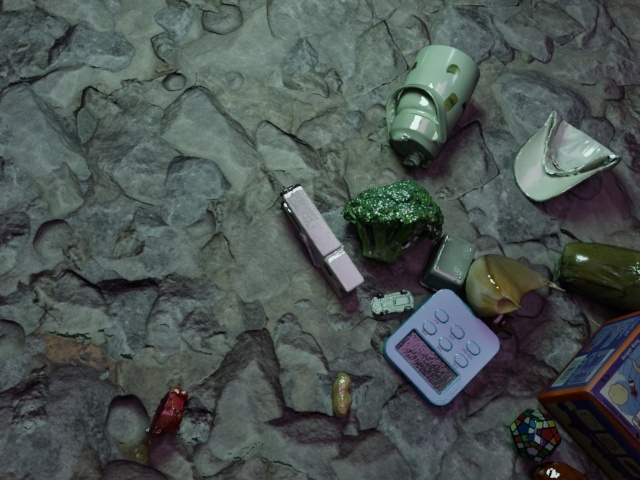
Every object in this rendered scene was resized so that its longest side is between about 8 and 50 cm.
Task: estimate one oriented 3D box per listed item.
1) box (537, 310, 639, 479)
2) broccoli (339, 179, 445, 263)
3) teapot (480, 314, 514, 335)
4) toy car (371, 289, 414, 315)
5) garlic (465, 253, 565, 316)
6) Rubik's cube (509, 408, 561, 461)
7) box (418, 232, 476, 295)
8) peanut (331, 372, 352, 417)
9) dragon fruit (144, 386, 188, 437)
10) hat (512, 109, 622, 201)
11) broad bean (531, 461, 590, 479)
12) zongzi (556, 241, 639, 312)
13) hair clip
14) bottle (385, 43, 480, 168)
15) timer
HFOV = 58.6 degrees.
[{"bbox_3d":[0.839,0.409,1.495,0.348,0.257,0.319,-37,80,-20],"label":"box"},{"bbox_3d":[0.203,-0.054,1.574,0.269,0.261,0.242,19,91,-44],"label":"broccoli"},{"bbox_3d":[0.502,0.239,1.591,0.080,0.085,0.110,-46,109,-4],"label":"teapot"},{"bbox_3d":[0.199,0.174,1.576,0.121,0.035,0.059,-10,73,-5],"label":"toy car"},{"bbox_3d":[0.520,0.132,1.578,0.196,0.151,0.338,33,24,35],"label":"garlic"},{"bbox_3d":[0.558,0.505,1.484,0.111,0.133,0.133,28,65,-28],"label":"Rubik's cube"},{"bbox_3d":[0.365,0.065,1.611,0.123,0.093,0.172,24,68,3],"label":"box"},{"bbox_3d":[0.055,0.396,1.462,0.053,0.054,0.113,6,69,-9],"label":"peanut"},{"bbox_3d":[-0.354,0.412,1.350,0.068,0.112,0.127,29,67,-15],"label":"dragon fruit"},{"bbox_3d":[0.758,-0.233,1.784,0.301,0.168,0.258,-41,58,3],"label":"hat"},{"bbox_3d":[0.626,0.669,1.433,0.156,0.122,0.229,-17,71,-18],"label":"broad bean"},{"bbox_3d":[0.863,0.102,1.546,0.355,0.393,0.174,20,87,1],"label":"zongzi"},{"bbox_3d":[-0.004,0.002,1.569,0.085,0.101,0.331,-27,80,-22],"label":"hair clip"},{"bbox_3d":[0.315,-0.395,1.713,0.229,0.229,0.352,27,76,0],"label":"bottle"},{"bbox_3d":[0.322,0.288,1.532,0.232,0.091,0.250,45,73,6],"label":"timer"}]
